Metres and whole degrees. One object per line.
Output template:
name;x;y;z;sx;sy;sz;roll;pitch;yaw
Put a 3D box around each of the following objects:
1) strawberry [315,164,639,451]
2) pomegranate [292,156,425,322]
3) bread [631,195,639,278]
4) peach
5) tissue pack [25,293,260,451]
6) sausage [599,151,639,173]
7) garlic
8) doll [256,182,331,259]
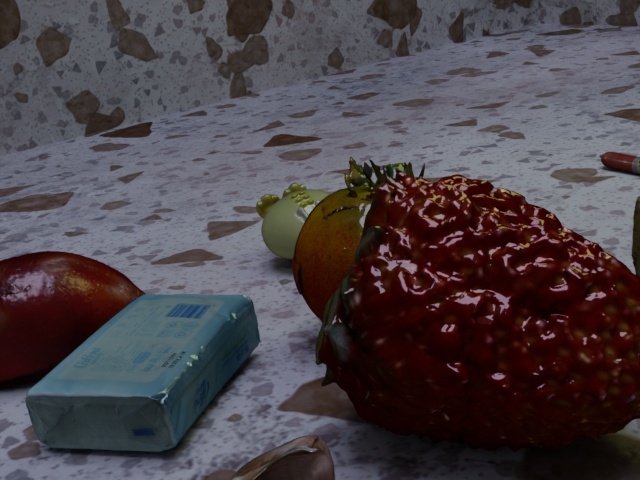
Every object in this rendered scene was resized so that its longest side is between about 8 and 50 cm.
strawberry;0.174;0.096;1.005;0.343;0.292;0.292;27;30;15
pomegranate;0.071;0.014;1.250;0.210;0.235;0.210;4;7;0
bread;0.491;0.004;1.270;0.102;0.138;0.196;-10;15;-40
peach;-0.366;0.100;1.305;0.267;0.158;0.154;-8;25;-6
tissue pack;-0.200;0.152;1.177;0.177;0.089;0.263;-2;22;19
sausage;0.601;-0.130;1.776;0.034;0.034;0.253;-20;23;-32
garlic;-0.050;0.236;0.868;0.174;0.099;0.124;-26;11;-41
doll;-0.002;-0.011;1.525;0.141;0.117;0.296;-18;21;-21
